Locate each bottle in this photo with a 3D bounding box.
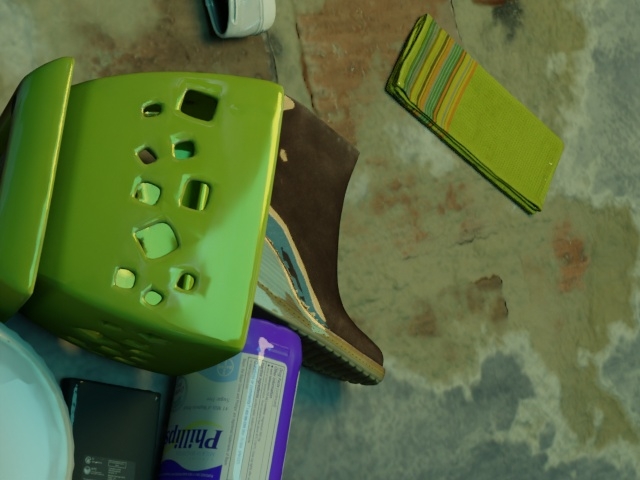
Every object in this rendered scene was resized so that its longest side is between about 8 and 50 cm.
[{"bbox_3d":[-0.090,0.211,1.499,0.092,0.118,0.282,20,72,-34],"label":"bottle"}]

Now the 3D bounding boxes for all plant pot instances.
[{"bbox_3d":[-0.171,-0.022,1.397,0.207,0.228,0.227,12,76,-16],"label":"plant pot"}]

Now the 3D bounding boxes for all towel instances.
[{"bbox_3d":[0.171,-0.133,1.811,0.237,0.021,0.102,38,63,-28],"label":"towel"}]

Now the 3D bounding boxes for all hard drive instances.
[{"bbox_3d":[-0.189,0.193,1.485,0.094,0.022,0.135,14,75,-35],"label":"hard drive"}]

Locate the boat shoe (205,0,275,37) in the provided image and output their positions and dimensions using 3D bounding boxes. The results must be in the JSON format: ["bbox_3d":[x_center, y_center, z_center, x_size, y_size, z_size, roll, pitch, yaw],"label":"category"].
[{"bbox_3d":[-0.097,-0.280,1.605,0.063,0.066,0.184,-20,106,-39],"label":"boat shoe"}]

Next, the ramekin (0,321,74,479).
[{"bbox_3d":[-0.316,0.168,1.325,0.273,0.127,0.272,7,79,-37],"label":"ramekin"}]

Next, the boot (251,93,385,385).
[{"bbox_3d":[0.000,0.000,1.615,0.248,0.090,0.207,37,65,-24],"label":"boot"}]
